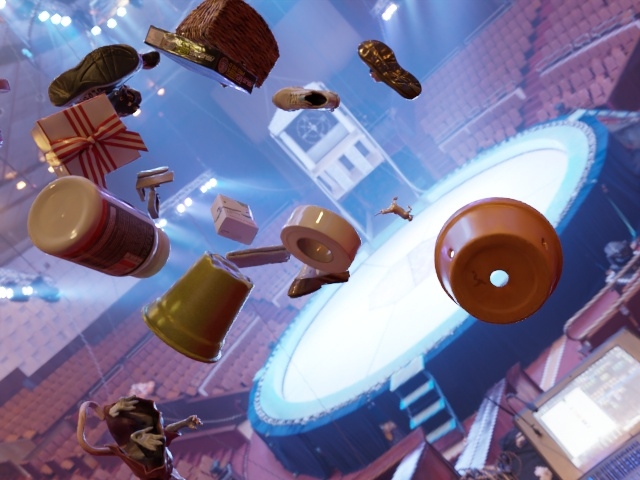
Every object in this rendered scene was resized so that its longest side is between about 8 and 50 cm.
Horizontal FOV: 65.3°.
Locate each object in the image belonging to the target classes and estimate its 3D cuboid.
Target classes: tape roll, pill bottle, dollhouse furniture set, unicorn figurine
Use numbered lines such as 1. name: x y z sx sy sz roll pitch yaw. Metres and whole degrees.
1. tape roll: 0.000 0.000 1.820 0.286 0.286 0.100 -34 25 57
2. pill bottle: -0.583 -0.016 1.372 0.210 0.210 0.363 -42 -24 0
3. dollhouse furniture set: -0.545 -0.169 1.724 0.123 0.151 0.144 -14 39 -5
4. unicorn figurine: 0.307 -0.123 2.016 0.111 0.162 0.060 -66 -5 -50

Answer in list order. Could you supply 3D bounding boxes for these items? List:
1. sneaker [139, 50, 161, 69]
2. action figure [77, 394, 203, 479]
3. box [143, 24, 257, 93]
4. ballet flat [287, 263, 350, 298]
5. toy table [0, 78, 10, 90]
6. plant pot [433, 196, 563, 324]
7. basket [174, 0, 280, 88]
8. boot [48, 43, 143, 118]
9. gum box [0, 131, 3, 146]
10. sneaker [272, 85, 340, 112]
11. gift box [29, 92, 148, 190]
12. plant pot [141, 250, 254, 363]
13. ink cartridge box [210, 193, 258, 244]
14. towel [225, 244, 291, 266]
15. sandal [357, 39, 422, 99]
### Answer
1. sneaker: -0.765 -0.760 2.117 0.178 0.072 0.077 -23 6 -5
2. action figure: -0.453 0.586 1.309 0.248 0.276 0.370 -101 9 -46
3. box: -0.356 -0.541 1.503 0.060 0.270 0.216 -66 -19 6
4. ballet flat: -0.008 0.141 2.057 0.342 0.124 0.116 -13 8 -40
5. toy table: -0.918 -0.433 1.213 0.274 0.160 0.252 -7 13 -11
6. plant pot: 0.395 0.059 1.112 0.291 0.291 0.203 -40 0 20
7. basket: -0.321 -0.711 1.774 0.223 0.299 0.213 17 75 41
8. boot: -0.766 -0.574 1.857 0.377 0.138 0.284 -24 -6 14
9. gum box: -1.060 -0.339 1.490 0.062 0.188 0.107 -134 47 -55
10. sneaker: -0.048 -0.385 1.349 0.191 0.071 0.083 5 12 18
11. gift box: -0.740 -0.301 1.617 0.255 0.276 0.258 -42 24 -27
12. plant pot: -0.343 0.180 1.493 0.254 0.276 0.276 -54 5 2
13. ink cartridge box: -0.368 -0.090 2.131 0.092 0.160 0.219 -58 32 18
14. towel: -0.264 0.069 2.151 0.282 0.049 0.187 -7 -16 -8
15. sandal: 0.165 -0.416 1.239 0.090 0.219 0.060 -30 -20 -27
